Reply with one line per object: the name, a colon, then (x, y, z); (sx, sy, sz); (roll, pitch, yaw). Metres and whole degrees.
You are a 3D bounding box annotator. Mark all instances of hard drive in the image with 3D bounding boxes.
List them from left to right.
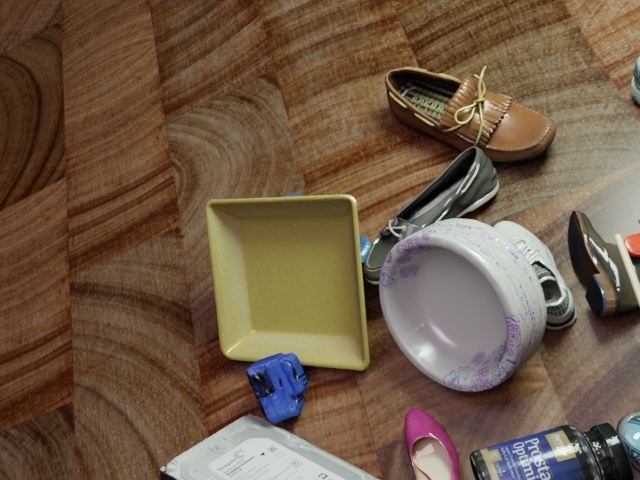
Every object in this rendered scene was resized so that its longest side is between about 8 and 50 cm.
hard drive: (-0.076, 0.426, 1.235); (0.339, 0.237, 0.064); (17, 114, 35)

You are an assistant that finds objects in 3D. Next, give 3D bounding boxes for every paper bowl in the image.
paper bowl: (0.249, 0.100, 1.233); (0.284, 0.284, 0.148); (29, 40, 35)

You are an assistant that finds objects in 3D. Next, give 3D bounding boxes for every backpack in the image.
backpack: (-0.075, 0.281, 1.373); (0.101, 0.098, 0.120); (-20, 88, 17)

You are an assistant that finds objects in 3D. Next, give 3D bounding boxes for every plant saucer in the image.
plant saucer: (-0.054, 0.075, 1.422); (0.333, 0.081, 0.333); (0, 100, 26)

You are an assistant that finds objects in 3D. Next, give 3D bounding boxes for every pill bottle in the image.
pill bottle: (0.350, 0.354, 1.105); (0.219, 0.123, 0.123); (-18, 57, 3)

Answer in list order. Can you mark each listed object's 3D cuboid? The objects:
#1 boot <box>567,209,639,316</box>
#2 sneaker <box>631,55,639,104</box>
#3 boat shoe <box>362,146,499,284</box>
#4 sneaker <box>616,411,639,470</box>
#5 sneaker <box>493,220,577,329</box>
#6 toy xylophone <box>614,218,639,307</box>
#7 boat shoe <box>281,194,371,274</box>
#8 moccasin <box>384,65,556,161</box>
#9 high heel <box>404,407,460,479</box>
boot: (0.503, 0.036, 1.252); (0.106, 0.082, 0.219); (-2, 52, -1)
sneaker: (0.700, -0.297, 1.278); (0.283, 0.122, 0.110); (-1, 65, 27)
boat shoe: (0.198, -0.054, 1.384); (0.335, 0.095, 0.112); (-39, 34, -11)
sneaker: (0.548, 0.323, 1.029); (0.262, 0.125, 0.104); (33, 82, 35)
sneaker: (0.375, 0.044, 1.284); (0.090, 0.095, 0.235); (-35, 53, 9)
toy xylophone: (0.592, 0.065, 1.138); (0.236, 0.081, 0.322); (-5, 60, 4)
boat shoe: (0.000, 0.000, 1.495); (0.109, 0.089, 0.258); (-40, 57, -15)
moccasin: (0.291, -0.268, 1.456); (0.380, 0.147, 0.139); (35, 84, 36)
high heel: (0.181, 0.381, 1.190); (0.082, 0.117, 0.244); (-23, 57, 15)
